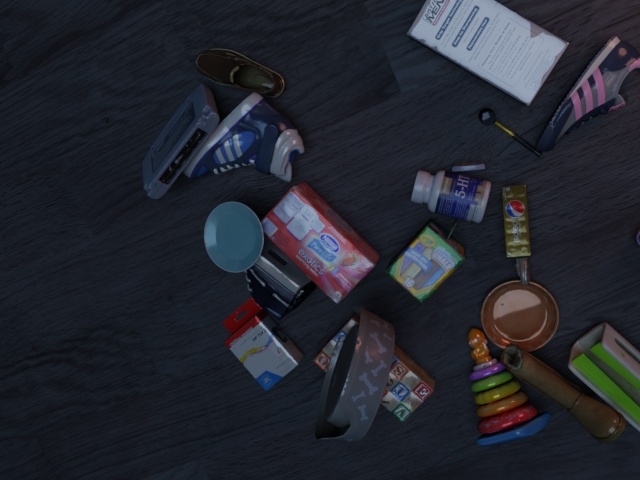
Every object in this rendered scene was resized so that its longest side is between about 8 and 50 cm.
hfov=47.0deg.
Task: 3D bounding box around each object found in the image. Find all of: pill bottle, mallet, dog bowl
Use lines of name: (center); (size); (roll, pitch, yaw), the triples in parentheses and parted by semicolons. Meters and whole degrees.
pill bottle: (0.333, -0.118, 1.885); (0.186, 0.112, 0.112); (14, 104, 9)
mallet: (0.478, -0.269, 1.849); (0.189, 0.062, 0.039); (37, 107, 3)
dog bowl: (0.086, 0.338, 1.829); (0.102, 0.349, 0.349); (19, 105, -4)

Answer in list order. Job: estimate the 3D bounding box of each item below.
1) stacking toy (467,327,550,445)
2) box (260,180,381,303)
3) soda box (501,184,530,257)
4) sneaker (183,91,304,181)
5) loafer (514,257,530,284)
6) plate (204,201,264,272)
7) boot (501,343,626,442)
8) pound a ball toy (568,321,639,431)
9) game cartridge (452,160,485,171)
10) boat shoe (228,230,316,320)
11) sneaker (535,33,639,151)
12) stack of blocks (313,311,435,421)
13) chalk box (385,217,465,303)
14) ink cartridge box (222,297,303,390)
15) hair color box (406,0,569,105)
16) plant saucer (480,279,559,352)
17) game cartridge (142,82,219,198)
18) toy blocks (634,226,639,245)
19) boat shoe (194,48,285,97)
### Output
stacking toy: (0.456, 0.377, 1.946); (0.166, 0.175, 0.302); (-31, 76, 45)
box: (0.000, 0.000, 1.964); (0.300, 0.142, 0.154); (43, 107, 1)
soda box: (0.496, -0.046, 1.867); (0.061, 0.058, 0.181); (-4, 84, 13)
sneaker: (-0.194, -0.213, 1.974); (0.236, 0.130, 0.323); (46, 112, -6)
loafer: (0.520, 0.055, 1.907); (0.039, 0.045, 0.125); (-5, 78, 29)
plate: (-0.226, -0.010, 1.944); (0.188, 0.024, 0.188); (3, 97, 27)
boot: (0.601, 0.382, 1.847); (0.269, 0.236, 0.089); (35, 89, -9)
pound a ball toy: (0.818, 0.335, 1.843); (0.319, 0.136, 0.208); (41, 128, 0)
game cartridge: (0.380, -0.190, 1.889); (0.083, 0.056, 0.017); (-4, 108, 12)
boat shoe: (-0.180, 0.074, 2.035); (0.340, 0.127, 0.158); (42, 123, 13)
sneaker: (0.654, -0.329, 1.773); (0.131, 0.112, 0.319); (36, 107, 6)
stack of blocks: (0.149, 0.359, 2.031); (0.297, 0.087, 0.171); (41, 106, 2)
chalk box: (0.292, 0.034, 1.913); (0.132, 0.132, 0.213); (43, 108, 2)
ink cartridge box: (-0.175, 0.293, 2.094); (0.134, 0.078, 0.231); (-42, 90, 16)
hair color box: (0.405, -0.490, 1.799); (0.347, 0.105, 0.174); (32, 105, 4)
plant saucer: (0.525, 0.198, 1.944); (0.200, 0.037, 0.200); (2, 101, 13)
game cartridge: (-0.377, -0.271, 1.971); (0.062, 0.198, 0.297); (31, 113, -28)
toy blocks: (0.921, 0.034, 1.709); (0.309, 0.260, 0.288); (-38, 92, 16)
boat shoe: (-0.221, -0.450, 1.949); (0.257, 0.095, 0.095); (17, 104, 9)
